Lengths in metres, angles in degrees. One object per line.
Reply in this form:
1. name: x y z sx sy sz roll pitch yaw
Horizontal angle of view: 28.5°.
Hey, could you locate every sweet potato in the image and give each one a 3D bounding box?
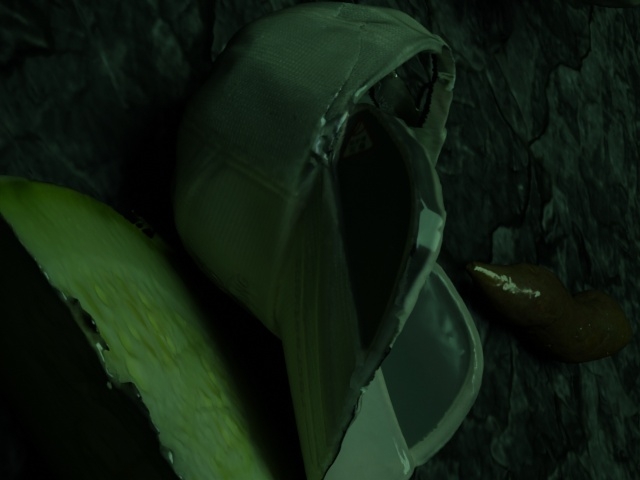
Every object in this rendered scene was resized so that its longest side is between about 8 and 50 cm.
1. sweet potato: 0.177 0.057 0.960 0.218 0.051 0.065 20 66 -45

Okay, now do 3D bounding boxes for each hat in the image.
1. hat: 0.003 0.007 0.668 0.232 0.161 0.275 55 29 -63

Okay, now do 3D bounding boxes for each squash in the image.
1. squash: -0.061 0.057 0.592 0.155 0.204 0.237 -35 99 -31

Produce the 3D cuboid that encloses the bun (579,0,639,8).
1. bun: 0.184 -0.343 0.988 0.360 0.211 0.359 21 56 -35
